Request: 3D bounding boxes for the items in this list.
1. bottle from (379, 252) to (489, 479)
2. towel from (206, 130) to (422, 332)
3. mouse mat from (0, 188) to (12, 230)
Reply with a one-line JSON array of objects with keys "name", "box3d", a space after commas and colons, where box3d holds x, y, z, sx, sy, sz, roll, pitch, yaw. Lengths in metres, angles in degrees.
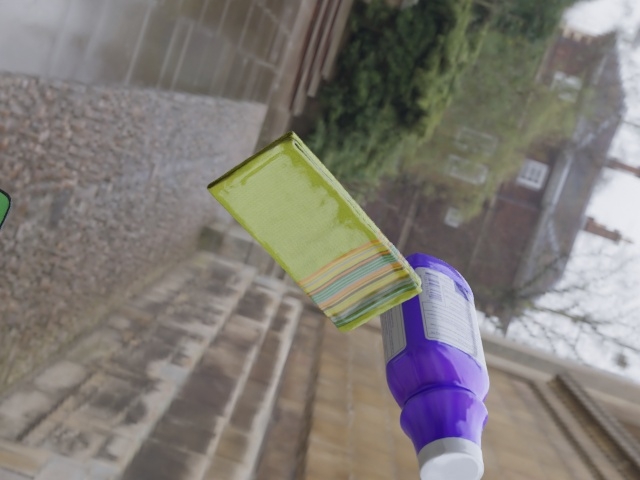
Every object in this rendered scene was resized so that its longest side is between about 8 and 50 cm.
[{"name": "bottle", "box3d": [0.128, 0.142, 1.198, 0.092, 0.118, 0.283, -42, -148, 29]}, {"name": "towel", "box3d": [0.000, 0.000, 1.060, 0.102, 0.237, 0.021, -33, -144, 13]}, {"name": "mouse mat", "box3d": [-0.495, -0.039, 1.380, 0.153, 0.189, 0.007, -59, 176, 18]}]
